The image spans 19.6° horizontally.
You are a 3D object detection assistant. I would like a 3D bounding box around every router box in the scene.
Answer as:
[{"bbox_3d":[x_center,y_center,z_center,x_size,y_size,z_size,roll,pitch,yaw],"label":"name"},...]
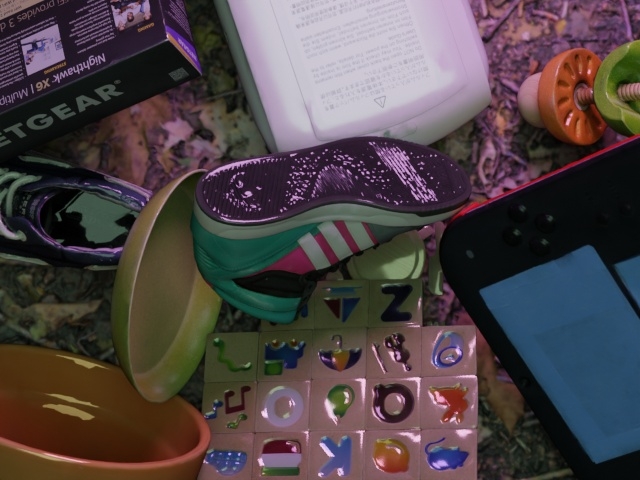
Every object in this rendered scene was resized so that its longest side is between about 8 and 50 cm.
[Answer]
[{"bbox_3d":[-0.291,-0.220,1.857,0.309,0.081,0.242,-22,61,13],"label":"router box"}]

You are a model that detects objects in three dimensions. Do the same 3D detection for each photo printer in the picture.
[{"bbox_3d":[0.029,-0.231,1.942,0.256,0.107,0.307,-19,90,-2],"label":"photo printer"}]

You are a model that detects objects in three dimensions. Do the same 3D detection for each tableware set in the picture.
[{"bbox_3d":[0.071,0.072,1.971,0.128,0.039,0.194,1,82,10],"label":"tableware set"}]

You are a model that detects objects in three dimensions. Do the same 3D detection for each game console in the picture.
[{"bbox_3d":[0.330,0.089,1.840,0.386,0.342,0.060,56,43,-13],"label":"game console"}]

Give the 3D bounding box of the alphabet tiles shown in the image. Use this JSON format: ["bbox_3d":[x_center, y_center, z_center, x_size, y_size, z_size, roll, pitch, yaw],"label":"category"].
[{"bbox_3d":[0.018,0.195,1.880,0.285,0.011,0.342,-3,62,9],"label":"alphabet tiles"}]

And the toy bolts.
[{"bbox_3d":[0.305,-0.074,1.961,0.218,0.158,0.228,19,74,-41],"label":"toy bolts"}]

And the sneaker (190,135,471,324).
[{"bbox_3d":[0.000,0.000,1.894,0.296,0.178,0.123,-6,52,-21],"label":"sneaker"}]

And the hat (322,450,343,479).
[{"bbox_3d":[-0.048,0.278,1.967,0.173,0.183,0.208,34,70,30],"label":"hat"}]

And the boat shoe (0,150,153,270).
[{"bbox_3d":[-0.322,-0.045,1.898,0.341,0.158,0.127,9,88,-2],"label":"boat shoe"}]

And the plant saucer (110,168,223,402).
[{"bbox_3d":[-0.155,0.043,1.873,0.037,0.241,0.240,11,88,18],"label":"plant saucer"}]

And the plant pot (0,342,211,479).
[{"bbox_3d":[-0.273,0.251,1.847,0.291,0.291,0.203,14,104,-2],"label":"plant pot"}]
